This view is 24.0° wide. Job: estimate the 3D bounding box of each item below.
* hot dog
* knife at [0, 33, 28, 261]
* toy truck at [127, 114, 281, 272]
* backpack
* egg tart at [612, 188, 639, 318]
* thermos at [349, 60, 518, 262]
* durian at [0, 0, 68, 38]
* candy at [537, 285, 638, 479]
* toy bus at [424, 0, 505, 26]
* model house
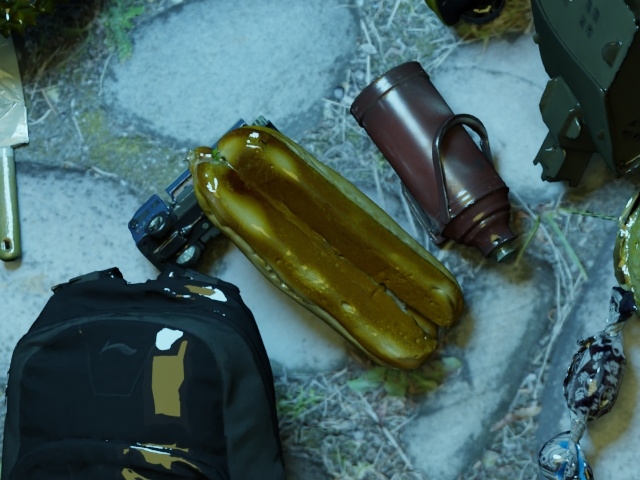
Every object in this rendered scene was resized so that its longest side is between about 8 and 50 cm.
[{"bbox_3d":[0.000,0.000,1.597,0.337,0.100,0.135,39,89,-5],"label":"hot dog"},{"bbox_3d":[-0.365,-0.120,1.773,0.047,0.017,0.298,-10,74,9],"label":"knife"},{"bbox_3d":[-0.123,-0.057,1.669,0.202,0.074,0.088,-43,34,1],"label":"toy truck"},{"bbox_3d":[-0.180,0.247,1.548,0.363,0.255,0.445,3,95,14],"label":"backpack"},{"bbox_3d":[0.406,0.009,1.540,0.213,0.090,0.212,-4,76,15],"label":"egg tart"},{"bbox_3d":[0.131,-0.071,1.615,0.232,0.099,0.124,56,132,14],"label":"thermos"},{"bbox_3d":[-0.350,-0.352,1.697,0.293,0.258,0.258,-29,74,-15],"label":"durian"},{"bbox_3d":[0.284,0.153,1.545,0.051,0.094,0.226,22,78,-24],"label":"candy"},{"bbox_3d":[0.223,-0.384,1.622,0.331,0.145,0.151,-39,73,1],"label":"toy bus"},{"bbox_3d":[0.311,-0.160,1.554,0.211,0.204,0.243,-111,36,-49],"label":"model house"}]
